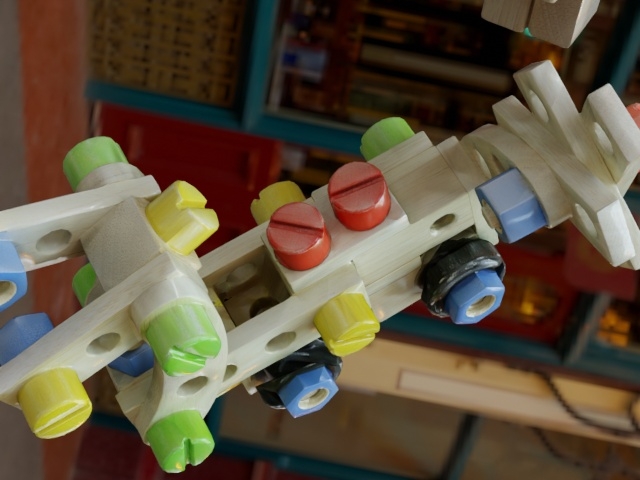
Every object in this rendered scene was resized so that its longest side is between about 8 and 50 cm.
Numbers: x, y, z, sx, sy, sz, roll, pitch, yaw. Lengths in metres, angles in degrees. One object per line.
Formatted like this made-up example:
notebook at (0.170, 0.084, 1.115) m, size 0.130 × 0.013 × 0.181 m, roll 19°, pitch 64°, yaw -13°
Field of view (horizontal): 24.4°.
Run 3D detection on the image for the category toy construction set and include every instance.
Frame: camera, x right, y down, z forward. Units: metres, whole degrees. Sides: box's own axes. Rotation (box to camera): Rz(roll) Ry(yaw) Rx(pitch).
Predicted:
toy construction set at (0.000, 0.000, 0.714) m, size 0.215 × 0.327 × 0.151 m, roll 67°, pitch 7°, yaw -60°

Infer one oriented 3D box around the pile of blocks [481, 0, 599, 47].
pile of blocks at (0.041, -0.197, 0.723) m, size 0.362 × 0.148 × 0.113 m, roll -103°, pitch -162°, yaw -50°
